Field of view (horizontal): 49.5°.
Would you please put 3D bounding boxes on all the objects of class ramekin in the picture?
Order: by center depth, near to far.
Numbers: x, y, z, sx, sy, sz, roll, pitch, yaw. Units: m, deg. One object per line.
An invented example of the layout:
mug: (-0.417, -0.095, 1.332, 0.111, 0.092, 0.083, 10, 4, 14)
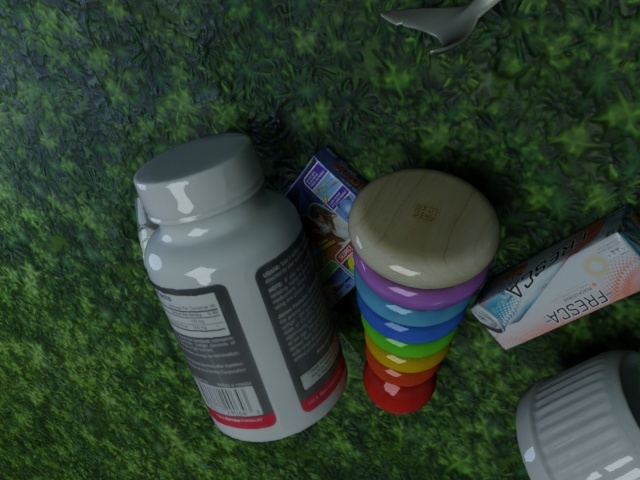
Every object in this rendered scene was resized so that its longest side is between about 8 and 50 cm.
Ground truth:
ramekin: (0.300, 0.203, 0.661, 0.207, 0.207, 0.109, 44, 124, 0)

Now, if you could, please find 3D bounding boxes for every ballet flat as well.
ballet flat: (-0.207, 0.036, 0.973, 0.072, 0.068, 0.213, -19, 108, 40)

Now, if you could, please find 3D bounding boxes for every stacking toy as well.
stacking toy: (0.095, 0.087, 0.749, 0.141, 0.141, 0.330, 22, 140, 20)

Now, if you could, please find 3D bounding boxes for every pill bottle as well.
pill bottle: (-0.090, 0.051, 0.780, 0.176, 0.176, 0.319, 1, 121, 33)

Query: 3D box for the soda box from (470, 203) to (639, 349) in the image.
soda box: (0.239, 0.040, 0.685, 0.063, 0.058, 0.183, 48, 133, -4)

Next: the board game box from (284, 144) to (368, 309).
board game box: (0.000, 0.000, 0.833, 0.136, 0.035, 0.201, 44, 133, 1)

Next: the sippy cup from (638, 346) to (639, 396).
sippy cup: (0.422, 0.123, 0.522, 0.305, 0.240, 0.224, 41, 151, 38)

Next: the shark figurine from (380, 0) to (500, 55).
shark figurine: (0.150, -0.274, 0.528, 0.116, 0.166, 0.278, 59, 156, 21)
